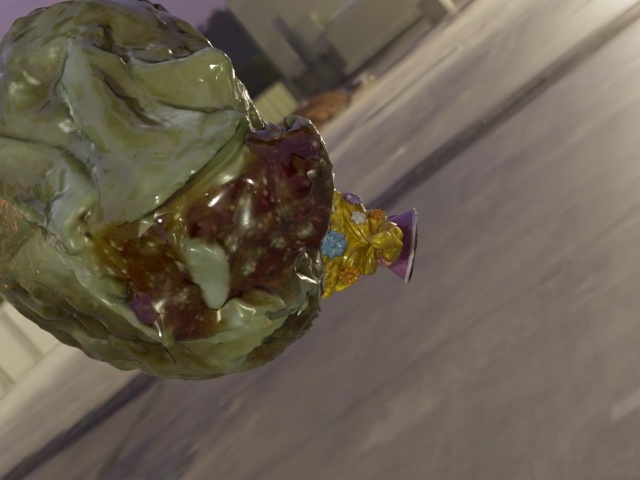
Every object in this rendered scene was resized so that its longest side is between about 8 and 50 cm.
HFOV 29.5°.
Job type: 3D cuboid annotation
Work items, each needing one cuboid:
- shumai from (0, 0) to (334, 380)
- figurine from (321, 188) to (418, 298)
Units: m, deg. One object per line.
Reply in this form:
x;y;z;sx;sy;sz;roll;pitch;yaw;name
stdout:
-0.096;-0.010;0.676;0.189;0.256;0.218;-38;18;-8;shumai
0.000;0.000;0.989;0.115;0.156;0.094;79;-162;-84;figurine
